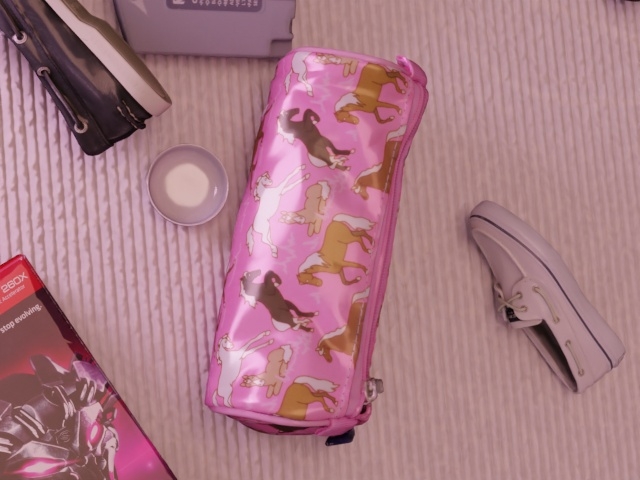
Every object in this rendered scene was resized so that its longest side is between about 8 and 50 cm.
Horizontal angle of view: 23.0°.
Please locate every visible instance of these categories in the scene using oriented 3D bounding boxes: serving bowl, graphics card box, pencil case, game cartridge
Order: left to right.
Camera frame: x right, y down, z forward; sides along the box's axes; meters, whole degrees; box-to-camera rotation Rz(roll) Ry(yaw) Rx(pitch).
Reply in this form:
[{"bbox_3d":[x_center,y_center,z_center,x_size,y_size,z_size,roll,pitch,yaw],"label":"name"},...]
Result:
[{"bbox_3d":[-0.274,0.226,1.469,0.233,0.094,0.371,-34,93,-17],"label":"graphics card box"},{"bbox_3d":[-0.135,-0.054,1.577,0.083,0.027,0.083,2,82,-15],"label":"serving bowl"},{"bbox_3d":[-0.116,-0.330,1.559,0.196,0.060,0.294,0,105,-18],"label":"game cartridge"},{"bbox_3d":[0.000,0.000,1.538,0.167,0.160,0.386,12,79,-12],"label":"pencil case"}]

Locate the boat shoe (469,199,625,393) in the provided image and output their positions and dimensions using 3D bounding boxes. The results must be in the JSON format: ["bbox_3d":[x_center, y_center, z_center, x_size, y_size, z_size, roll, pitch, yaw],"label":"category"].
[{"bbox_3d":[0.222,0.062,1.625,0.076,0.083,0.226,-44,95,-17],"label":"boat shoe"}]

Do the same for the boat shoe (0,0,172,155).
[{"bbox_3d":[-0.296,-0.219,1.514,0.113,0.127,0.340,-43,97,7],"label":"boat shoe"}]
